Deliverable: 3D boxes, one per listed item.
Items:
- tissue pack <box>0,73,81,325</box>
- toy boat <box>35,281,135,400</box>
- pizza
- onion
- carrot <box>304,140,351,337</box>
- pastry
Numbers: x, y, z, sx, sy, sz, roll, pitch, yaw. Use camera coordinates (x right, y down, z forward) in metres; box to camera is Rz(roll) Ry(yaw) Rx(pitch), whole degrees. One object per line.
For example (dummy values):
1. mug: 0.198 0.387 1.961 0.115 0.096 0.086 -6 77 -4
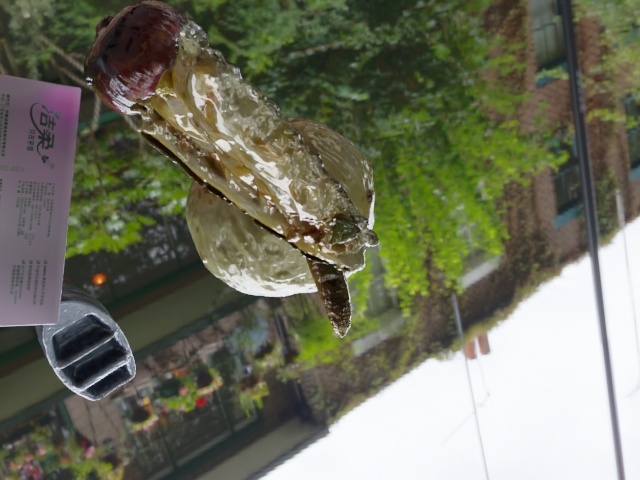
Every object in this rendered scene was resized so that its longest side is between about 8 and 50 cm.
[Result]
1. tissue pack: -0.331 -0.041 0.824 0.149 0.246 0.092 4 -174 -43
2. toy boat: -0.397 0.165 1.383 0.127 0.283 0.078 -29 -127 -14
3. pizza: -0.091 -0.095 1.158 0.080 0.392 0.435 -50 -169 -13
4. onion: -0.368 -0.371 1.668 0.246 0.190 0.246 -41 -156 22
5. carrot: 0.000 0.000 1.316 0.066 0.314 0.066 -14 -177 1
6. pastry: -0.064 -0.055 1.636 0.389 0.312 0.388 -27 -154 15
